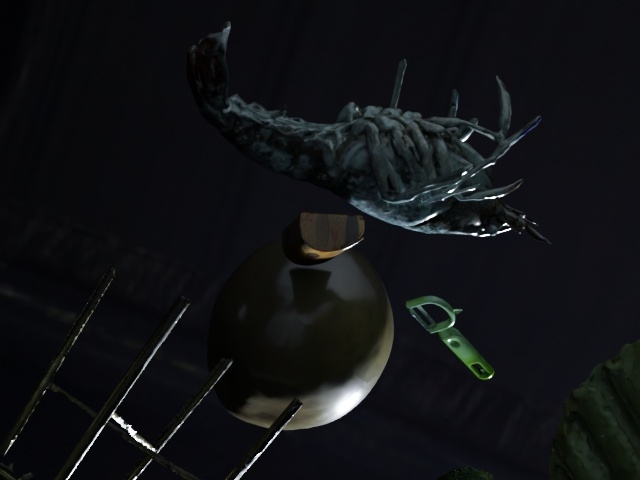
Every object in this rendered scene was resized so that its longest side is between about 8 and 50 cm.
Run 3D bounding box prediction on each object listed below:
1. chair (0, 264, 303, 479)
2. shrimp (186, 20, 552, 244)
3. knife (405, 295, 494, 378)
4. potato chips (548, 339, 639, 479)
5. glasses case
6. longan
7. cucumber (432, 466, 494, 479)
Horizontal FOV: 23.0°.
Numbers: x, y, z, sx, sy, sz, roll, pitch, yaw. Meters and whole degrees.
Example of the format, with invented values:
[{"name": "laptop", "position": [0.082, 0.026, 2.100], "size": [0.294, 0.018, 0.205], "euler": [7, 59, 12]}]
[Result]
[{"name": "chair", "position": [-0.181, 0.185, 1.080], "size": [0.170, 0.325, 0.160], "euler": [42, 167, -29]}, {"name": "shrimp", "position": [0.056, -0.099, 1.558], "size": [0.410, 0.166, 0.221], "euler": [10, -162, -16]}, {"name": "knife", "position": [0.175, 0.121, 1.953], "size": [0.212, 0.054, 0.015], "euler": [47, -151, -47]}, {"name": "potato chips", "position": [0.363, 0.273, 1.410], "size": [0.070, 0.358, 0.429], "euler": [-6, -123, -33]}, {"name": "glasses case", "position": [0.000, 0.000, 1.622], "size": [0.065, 0.041, 0.170], "euler": [2, 174, -8]}, {"name": "longan", "position": [-0.026, 0.104, 1.791], "size": [0.215, 0.246, 0.246], "euler": [18, -169, 16]}, {"name": "cucumber", "position": [0.106, 0.206, 1.182], "size": [0.069, 0.069, 0.227], "euler": [21, -175, 12]}]
